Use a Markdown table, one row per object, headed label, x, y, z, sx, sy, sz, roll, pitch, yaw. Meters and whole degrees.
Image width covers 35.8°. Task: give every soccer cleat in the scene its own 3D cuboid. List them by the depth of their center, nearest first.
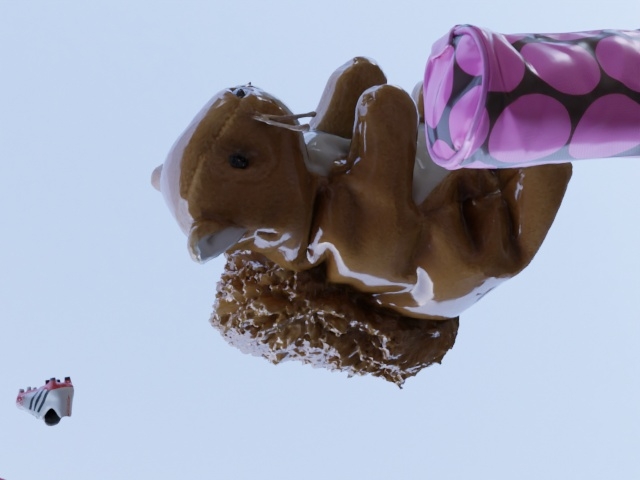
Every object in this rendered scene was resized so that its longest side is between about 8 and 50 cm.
| label | x | y | z | sx | sy | sz | roll | pitch | yaw |
| --- | --- | --- | --- | --- | --- | --- | --- | --- | --- |
| soccer cleat | -0.222 | 0.133 | 0.796 | 0.029 | 0.083 | 0.036 | 5 | -110 | -41 |

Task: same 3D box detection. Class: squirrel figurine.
| label | x | y | z | sx | sy | sz | roll | pitch | yaw |
| --- | --- | --- | --- | --- | --- | --- | --- | --- | --- |
| squirrel figurine | 0.000 | 0.000 | 1.083 | 0.370 | 0.397 | 0.281 | 0 | -148 | -28 |

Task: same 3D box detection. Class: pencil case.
| label | x | y | z | sx | sy | sz | roll | pitch | yaw |
| --- | --- | --- | --- | --- | --- | --- | --- | --- | --- |
| pencil case | 0.168 | -0.098 | 0.625 | 0.209 | 0.095 | 0.098 | -5 | -94 | -20 |

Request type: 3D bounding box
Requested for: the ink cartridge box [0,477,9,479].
| label | x | y | z | sx | sy | sz | roll | pitch | yaw |
| --- | --- | --- | --- | --- | --- | --- | --- | --- | --- |
| ink cartridge box | -0.287 | 0.357 | 0.937 | 0.158 | 0.092 | 0.218 | 35 | -147 | -40 |
